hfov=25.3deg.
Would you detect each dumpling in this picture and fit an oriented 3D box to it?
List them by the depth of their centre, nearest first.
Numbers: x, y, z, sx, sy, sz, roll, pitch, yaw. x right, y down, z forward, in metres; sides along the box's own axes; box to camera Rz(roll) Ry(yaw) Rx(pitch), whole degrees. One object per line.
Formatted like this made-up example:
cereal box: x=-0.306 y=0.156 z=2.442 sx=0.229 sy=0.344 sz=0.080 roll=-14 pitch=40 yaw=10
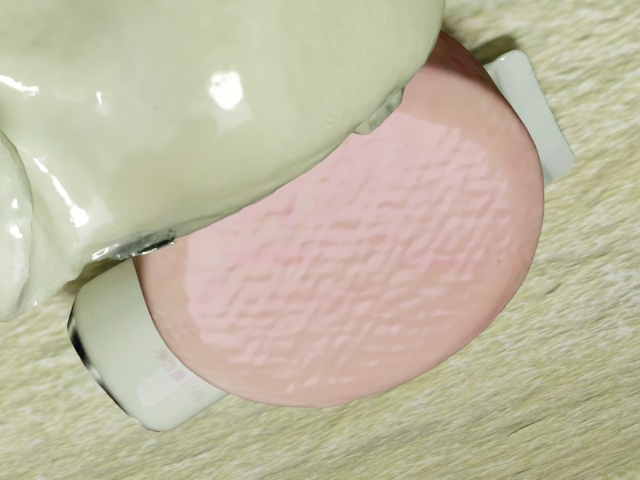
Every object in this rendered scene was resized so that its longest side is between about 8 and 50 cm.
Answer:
dumpling: x=-0.064 y=-0.124 z=0.586 sx=0.318 sy=0.187 sz=0.243 roll=-44 pitch=128 yaw=-30

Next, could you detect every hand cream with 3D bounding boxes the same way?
hand cream: x=0.000 y=0.000 z=0.970 sx=0.359 sy=0.118 sz=0.185 roll=-31 pitch=150 yaw=7

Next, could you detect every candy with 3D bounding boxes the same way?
candy: x=0.006 y=-0.008 z=0.835 sx=0.255 sy=0.094 sz=0.255 roll=-10 pitch=128 yaw=-13
